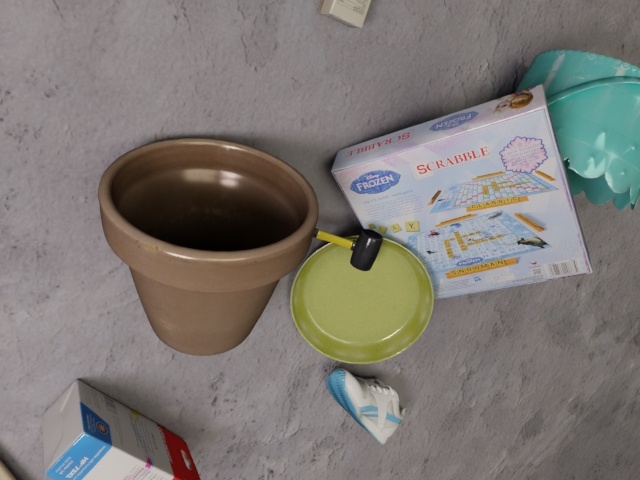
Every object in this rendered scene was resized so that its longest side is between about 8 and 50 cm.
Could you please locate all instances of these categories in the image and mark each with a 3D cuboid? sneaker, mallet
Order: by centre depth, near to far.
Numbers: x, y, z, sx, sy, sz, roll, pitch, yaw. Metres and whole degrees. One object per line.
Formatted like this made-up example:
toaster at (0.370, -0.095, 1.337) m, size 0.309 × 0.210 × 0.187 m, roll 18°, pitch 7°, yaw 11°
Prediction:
mallet at (0.000, 0.000, 0.860) m, size 0.189 × 0.039 × 0.063 m, roll 12°, pitch 113°, yaw 1°
sneaker at (0.089, 0.300, 1.051) m, size 0.092 × 0.087 × 0.229 m, roll -46°, pitch 131°, yaw -13°

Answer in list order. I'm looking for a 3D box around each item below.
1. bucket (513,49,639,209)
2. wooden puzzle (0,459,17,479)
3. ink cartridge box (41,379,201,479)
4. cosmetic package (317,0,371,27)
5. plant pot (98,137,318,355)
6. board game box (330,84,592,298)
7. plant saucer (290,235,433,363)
bucket at (0.440, -0.185, 0.930) m, size 0.281 × 0.281 × 0.183 m, roll 19°, pitch 98°, yaw -33°
wooden puzzle at (-0.595, 0.365, 0.707) m, size 0.321 × 0.080 × 0.348 m, roll -28°, pitch 121°, yaw -16°
ink cartridge box at (-0.291, 0.320, 0.818) m, size 0.078 × 0.134 × 0.231 m, roll -47°, pitch 123°, yaw -5°
cosmetic package at (0.045, -0.366, 0.770) m, size 0.060 × 0.041 × 0.115 m, roll 13°, pitch 104°, yaw -32°
plant pot at (-0.152, 0.025, 0.726) m, size 0.262 × 0.263 × 0.230 m, roll -6°, pitch 131°, yaw -26°
board game box at (0.228, -0.047, 0.869) m, size 0.318 × 0.066 × 0.318 m, roll -13°, pitch 127°, yaw 27°
plant saucer at (0.069, 0.098, 0.932) m, size 0.240 × 0.037 × 0.241 m, roll 0°, pitch 111°, yaw 1°
